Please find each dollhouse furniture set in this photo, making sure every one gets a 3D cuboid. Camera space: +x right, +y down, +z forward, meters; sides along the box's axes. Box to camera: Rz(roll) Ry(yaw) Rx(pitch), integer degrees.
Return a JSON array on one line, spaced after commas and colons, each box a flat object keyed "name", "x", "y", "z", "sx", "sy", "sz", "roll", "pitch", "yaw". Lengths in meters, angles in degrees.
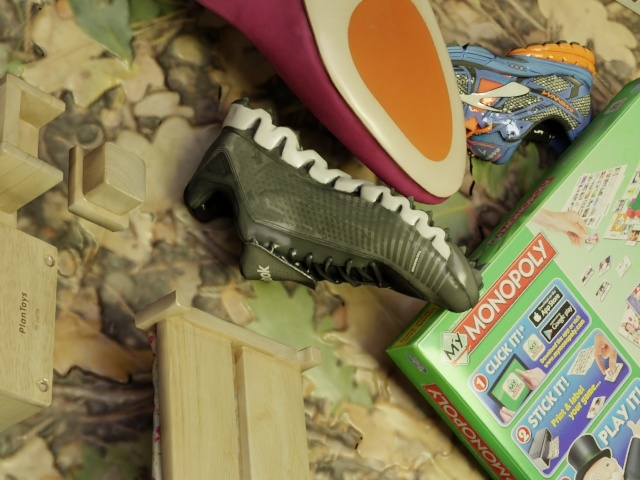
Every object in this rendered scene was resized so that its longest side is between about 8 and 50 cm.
[{"name": "dollhouse furniture set", "x": -0.124, "y": 0.112, "z": 0.936, "sx": 0.355, "sy": 0.174, "sz": 0.303, "roll": 28, "pitch": 46, "yaw": -41}]

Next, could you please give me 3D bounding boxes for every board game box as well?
[{"name": "board game box", "x": 0.219, "y": 0.051, "z": 1.053, "sx": 0.317, "sy": 0.046, "sz": 0.213, "roll": -45, "pitch": 101, "yaw": -26}]

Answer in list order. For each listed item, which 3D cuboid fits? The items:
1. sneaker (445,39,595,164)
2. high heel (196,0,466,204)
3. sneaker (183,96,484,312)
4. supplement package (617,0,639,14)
[{"name": "sneaker", "x": 0.119, "y": -0.100, "z": 1.079, "sx": 0.221, "sy": 0.083, "sz": 0.087, "roll": -6, "pitch": 80, "yaw": -19}, {"name": "high heel", "x": -0.043, "y": -0.171, "z": 1.021, "sx": 0.127, "sy": 0.181, "sz": 0.377, "roll": -31, "pitch": 91, "yaw": -41}, {"name": "sneaker", "x": 0.000, "y": 0.000, "z": 0.977, "sx": 0.234, "sy": 0.078, "sz": 0.106, "roll": 34, "pitch": 76, "yaw": 23}, {"name": "supplement package", "x": 0.392, "y": -0.270, "z": 1.172, "sx": 0.263, "sy": 0.198, "sz": 0.199, "roll": 29, "pitch": 65, "yaw": -8}]
